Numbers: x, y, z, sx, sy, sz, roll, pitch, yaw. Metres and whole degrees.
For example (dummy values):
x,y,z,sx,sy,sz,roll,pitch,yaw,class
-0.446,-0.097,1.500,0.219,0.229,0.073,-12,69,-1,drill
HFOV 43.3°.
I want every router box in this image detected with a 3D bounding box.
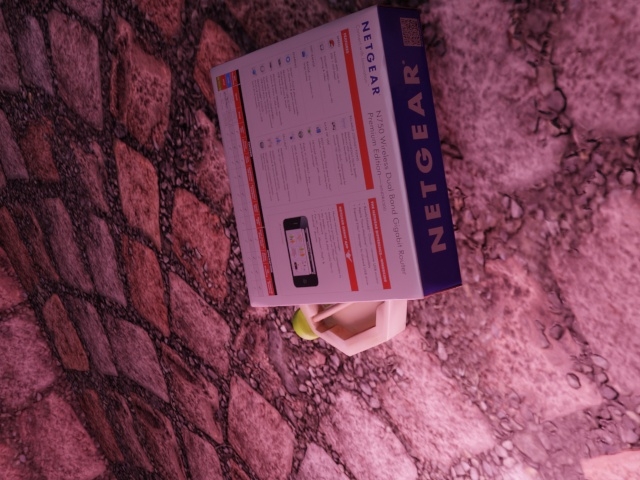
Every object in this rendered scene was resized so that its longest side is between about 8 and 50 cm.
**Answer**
x,y,z,sx,sy,sz,roll,pitch,yaw,class
0.009,-0.088,1.018,0.301,0.082,0.335,-6,94,44,router box

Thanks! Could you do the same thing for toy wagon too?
x,y,z,sx,sy,sz,roll,pitch,yaw,class
0.000,0.000,1.189,0.267,0.068,0.344,-34,83,54,toy wagon
